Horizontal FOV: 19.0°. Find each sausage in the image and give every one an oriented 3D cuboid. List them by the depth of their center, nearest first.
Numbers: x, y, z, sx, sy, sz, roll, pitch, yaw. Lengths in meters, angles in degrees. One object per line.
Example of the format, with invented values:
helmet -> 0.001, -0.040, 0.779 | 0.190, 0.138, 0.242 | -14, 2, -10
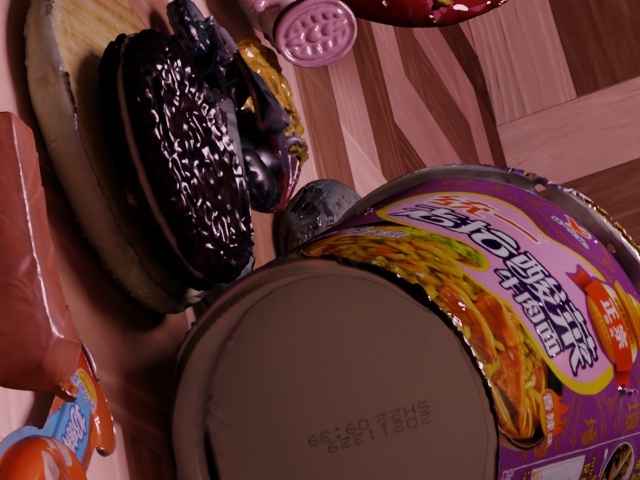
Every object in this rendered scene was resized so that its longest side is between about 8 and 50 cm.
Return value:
sausage -> -0.176, 0.015, 1.072 | 0.065, 0.065, 0.169 | 43, 30, -64

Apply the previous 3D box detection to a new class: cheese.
cheese -> -0.148, 0.133, 1.068 | 0.256, 0.037, 0.106 | -80, 150, -63

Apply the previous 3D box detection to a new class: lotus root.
lotus root -> 0.001, -0.002, 1.805 | 0.165, 0.088, 0.088 | -72, 142, -54

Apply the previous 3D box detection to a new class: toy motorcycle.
toy motorcycle -> -0.072, -0.109, 1.632 | 0.122, 0.082, 0.213 | 58, 9, -66

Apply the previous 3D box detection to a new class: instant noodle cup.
instant noodle cup -> 0.067, 0.114, 1.365 | 0.266, 0.340, 0.340 | -11, 82, -63

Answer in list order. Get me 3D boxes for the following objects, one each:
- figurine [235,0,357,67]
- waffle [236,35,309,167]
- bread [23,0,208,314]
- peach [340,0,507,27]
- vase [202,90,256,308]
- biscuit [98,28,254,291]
figurine -> 0.053, -0.343, 1.871 | 0.253, 0.361, 0.211 | 56, 8, 4
waffle -> -0.052, -0.112, 1.795 | 0.194, 0.051, 0.149 | -75, 143, -68
bread -> -0.144, -0.072, 1.371 | 0.267, 0.040, 0.267 | -19, 90, -76
peach -> 0.077, -0.421, 2.181 | 0.406, 0.310, 0.335 | 17, 97, -51
vase -> -0.083, -0.012, 1.506 | 0.060, 0.060, 0.211 | 40, 38, -66
biscuit -> -0.099, -0.057, 1.325 | 0.194, 0.053, 0.194 | -18, 90, -77
